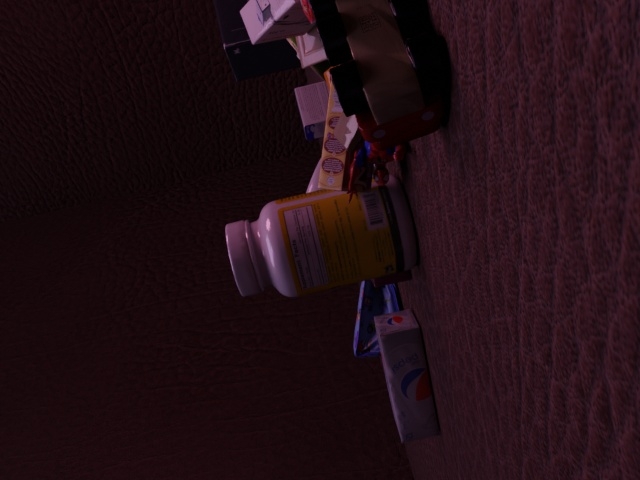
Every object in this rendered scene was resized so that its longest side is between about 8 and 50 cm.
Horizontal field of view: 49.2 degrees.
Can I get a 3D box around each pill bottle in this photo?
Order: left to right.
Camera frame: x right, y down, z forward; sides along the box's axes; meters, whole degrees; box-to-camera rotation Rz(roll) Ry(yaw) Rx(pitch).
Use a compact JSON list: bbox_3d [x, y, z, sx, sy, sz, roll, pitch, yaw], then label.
[{"bbox_3d":[0.000,0.000,1.319,0.188,0.334,0.187,167,90,-90],"label":"pill bottle"}]

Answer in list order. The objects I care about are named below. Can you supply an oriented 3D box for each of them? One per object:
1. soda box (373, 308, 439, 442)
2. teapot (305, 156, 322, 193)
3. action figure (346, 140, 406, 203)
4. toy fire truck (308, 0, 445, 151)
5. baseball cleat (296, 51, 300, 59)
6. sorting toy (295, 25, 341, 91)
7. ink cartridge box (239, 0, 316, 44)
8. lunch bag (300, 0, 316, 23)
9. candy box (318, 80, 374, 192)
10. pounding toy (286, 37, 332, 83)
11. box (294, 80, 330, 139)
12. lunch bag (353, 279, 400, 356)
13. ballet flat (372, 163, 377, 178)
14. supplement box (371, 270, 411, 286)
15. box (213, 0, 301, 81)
[{"bbox_3d":[0.193,0.305,1.569,0.098,0.091,0.286,-102,-1,-71],"label":"soda box"},{"bbox_3d":[0.057,-0.089,1.803,0.256,0.187,0.252,-67,-3,-60],"label":"teapot"},{"bbox_3d":[0.082,-0.168,1.070,0.280,0.092,0.139,77,-164,-48],"label":"action figure"},{"bbox_3d":[0.068,-0.190,0.882,0.246,0.159,0.217,56,-163,-58],"label":"toy fire truck"},{"bbox_3d":[0.014,-0.508,1.828,0.072,0.109,0.206,51,-152,-1],"label":"baseball cleat"},{"bbox_3d":[0.008,-0.473,1.481,0.196,0.047,0.347,-5,99,53],"label":"sorting toy"},{"bbox_3d":[-0.054,-0.474,1.392,0.191,0.140,0.082,-23,89,58],"label":"ink cartridge box"},{"bbox_3d":[-0.006,-0.493,1.144,0.293,0.120,0.258,70,-172,-82],"label":"lunch bag"},{"bbox_3d":[0.052,-0.177,1.197,0.109,0.053,0.186,-3,-79,-60],"label":"candy box"},{"bbox_3d":[0.024,-0.451,1.661,0.237,0.110,0.183,36,-162,-44],"label":"pounding toy"},{"bbox_3d":[0.014,-0.340,1.800,0.072,0.137,0.126,75,-179,-64],"label":"box"},{"bbox_3d":[0.148,0.159,1.847,0.221,0.138,0.293,66,-161,-79],"label":"lunch bag"},{"bbox_3d":[0.110,-0.164,1.545,0.041,0.041,0.114,-110,7,-84],"label":"ballet flat"},{"bbox_3d":[0.132,0.022,1.520,0.188,0.081,0.104,-108,5,-77],"label":"supplement box"},{"bbox_3d":[-0.150,-0.694,1.964,0.212,0.294,0.395,78,179,-75],"label":"box"}]
